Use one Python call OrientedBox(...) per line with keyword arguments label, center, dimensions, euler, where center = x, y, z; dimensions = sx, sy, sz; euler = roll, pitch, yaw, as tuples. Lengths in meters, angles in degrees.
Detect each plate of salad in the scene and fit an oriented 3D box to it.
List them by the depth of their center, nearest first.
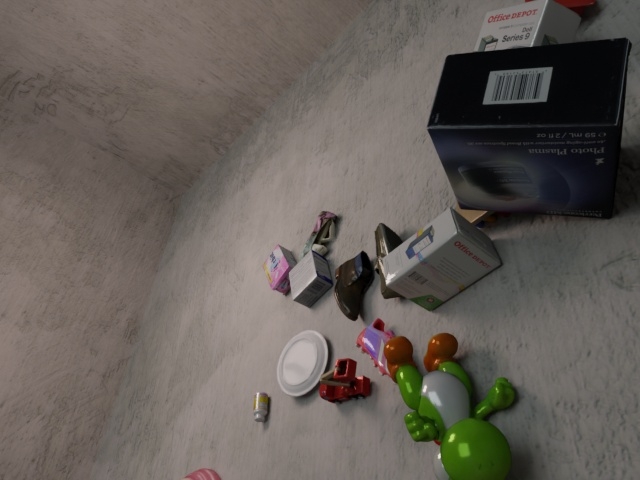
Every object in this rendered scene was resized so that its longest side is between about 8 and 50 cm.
OrientedBox(label="plate of salad", center=(-0.049, 0.359, 1.464), dimensions=(0.200, 0.048, 0.199), euler=(-26, 46, 30))

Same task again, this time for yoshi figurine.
OrientedBox(label="yoshi figurine", center=(0.242, 0.311, 0.906), dimensions=(0.203, 0.203, 0.362), euler=(-41, 36, 17))

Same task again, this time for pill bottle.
OrientedBox(label="pill bottle", center=(-0.184, 0.510, 1.534), dimensions=(0.043, 0.043, 0.083), euler=(-39, 34, 33))

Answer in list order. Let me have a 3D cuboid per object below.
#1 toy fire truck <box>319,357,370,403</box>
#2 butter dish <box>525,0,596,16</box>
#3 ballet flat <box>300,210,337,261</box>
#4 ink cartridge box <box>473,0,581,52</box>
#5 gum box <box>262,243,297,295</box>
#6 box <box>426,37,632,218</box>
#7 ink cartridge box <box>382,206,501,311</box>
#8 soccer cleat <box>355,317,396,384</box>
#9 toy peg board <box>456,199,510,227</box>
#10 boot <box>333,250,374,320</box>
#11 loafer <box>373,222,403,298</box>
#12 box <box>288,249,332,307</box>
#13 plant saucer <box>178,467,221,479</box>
OrientedBox(label="toy fire truck", center=(0.047, 0.348, 1.228), dimensions=(0.192, 0.135, 0.047), euler=(-29, 40, 42))
OrientedBox(label="butter dish", center=(0.597, -0.596, 1.284), dimensions=(0.160, 0.118, 0.160), euler=(-1, 51, 10))
OrientedBox(label="ballet flat", center=(0.000, 0.000, 1.709), dimensions=(0.079, 0.077, 0.221), euler=(10, 70, 39))
OrientedBox(label="ink cartridge box", center=(0.468, -0.414, 1.228), dimensions=(0.211, 0.122, 0.289), euler=(32, 107, 62))
OrientedBox(label="gum box", center=(-0.142, 0.107, 1.828), dimensions=(0.107, 0.062, 0.188), euler=(-53, 29, 11))
OrientedBox(label="box", center=(0.392, -0.189, 0.935), dimensions=(0.296, 0.294, 0.182), euler=(6, 67, 31))
OrientedBox(label="ink cartridge box", center=(0.271, 0.048, 1.138), dimensions=(0.212, 0.154, 0.093), euler=(-41, 32, 32))
OrientedBox(label="soccer cleat", center=(0.166, 0.266, 1.183), dimensions=(0.095, 0.083, 0.248), euler=(-54, 26, -1))
OrientedBox(label="toy peg board", center=(0.402, -0.106, 1.180), dimensions=(0.160, 0.079, 0.161), euler=(-47, 27, 53))
OrientedBox(label="boot", center=(0.098, 0.121, 1.419), dimensions=(0.106, 0.082, 0.219), euler=(-46, 29, 27))
OrientedBox(label="loafer", center=(0.176, 0.054, 1.346), dimensions=(0.087, 0.094, 0.251), euler=(-37, 36, 27))
OrientedBox(label="box", center=(-0.034, 0.124, 1.632), dimensions=(0.126, 0.072, 0.137), euler=(-46, 32, 23))
OrientedBox(label="plant saucer", center=(-0.416, 0.866, 1.525), dimensions=(0.332, 0.084, 0.332), euler=(-38, 34, 32))
